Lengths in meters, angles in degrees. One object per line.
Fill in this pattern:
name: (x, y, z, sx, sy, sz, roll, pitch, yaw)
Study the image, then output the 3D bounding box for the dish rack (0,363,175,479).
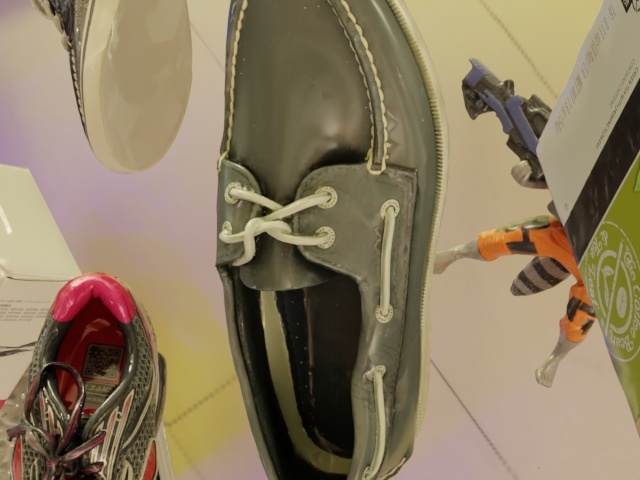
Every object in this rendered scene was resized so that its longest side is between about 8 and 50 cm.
dish rack: (-0.290, 0.276, 1.609, 0.286, 0.072, 0.332, -14, 83, 11)

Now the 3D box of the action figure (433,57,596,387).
action figure: (0.270, -0.048, 1.587, 0.330, 0.178, 0.341, -45, 76, 29)

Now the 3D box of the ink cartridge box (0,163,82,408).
ink cartridge box: (-0.363, 0.058, 1.491, 0.237, 0.100, 0.172, -53, 53, 29)

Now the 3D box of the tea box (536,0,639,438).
tea box: (0.323, -0.038, 0.932, 0.220, 0.329, 0.323, -8, 59, -14)

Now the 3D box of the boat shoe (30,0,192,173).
boat shoe: (-0.224, -0.229, 1.455, 0.158, 0.127, 0.340, -5, 77, 40)

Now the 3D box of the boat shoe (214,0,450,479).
boat shoe: (0.000, 0.000, 0.750, 0.116, 0.099, 0.319, 5, 116, 21)

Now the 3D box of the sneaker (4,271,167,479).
sneaker: (-0.166, 0.165, 0.956, 0.121, 0.112, 0.299, 0, 64, -2)
